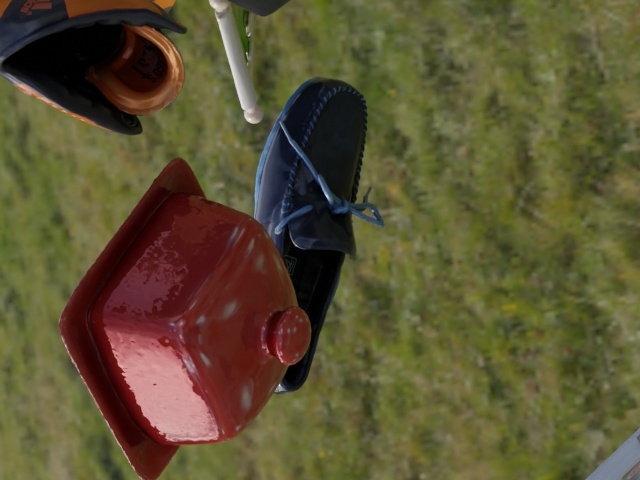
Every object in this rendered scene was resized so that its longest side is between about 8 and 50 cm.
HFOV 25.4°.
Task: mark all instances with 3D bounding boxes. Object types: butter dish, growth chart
[{"bbox_3d":[-0.061,0.053,0.874,0.118,0.160,0.160,4,134,28],"label":"butter dish"},{"bbox_3d":[-0.066,-0.228,1.129,0.172,0.021,0.237,70,-162,-64],"label":"growth chart"}]

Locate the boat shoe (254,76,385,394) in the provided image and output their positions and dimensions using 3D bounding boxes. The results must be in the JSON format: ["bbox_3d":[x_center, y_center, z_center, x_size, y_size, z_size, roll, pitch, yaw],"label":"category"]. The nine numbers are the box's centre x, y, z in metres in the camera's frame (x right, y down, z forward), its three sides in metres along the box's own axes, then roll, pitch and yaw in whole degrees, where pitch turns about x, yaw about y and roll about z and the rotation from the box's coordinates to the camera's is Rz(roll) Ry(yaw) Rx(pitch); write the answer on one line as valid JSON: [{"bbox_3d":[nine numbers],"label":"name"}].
[{"bbox_3d":[0.000,0.000,1.142,0.089,0.109,0.258,18,99,52],"label":"boat shoe"}]

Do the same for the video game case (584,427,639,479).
[{"bbox_3d":[0.161,0.081,0.625,0.011,0.122,0.087,45,172,24],"label":"video game case"}]

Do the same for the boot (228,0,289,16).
[{"bbox_3d":[-0.072,-0.303,0.648,0.367,0.445,0.146,-32,55,32],"label":"boot"}]

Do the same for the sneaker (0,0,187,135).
[{"bbox_3d":[-0.155,-0.146,1.002,0.180,0.321,0.125,32,113,17],"label":"sneaker"}]
